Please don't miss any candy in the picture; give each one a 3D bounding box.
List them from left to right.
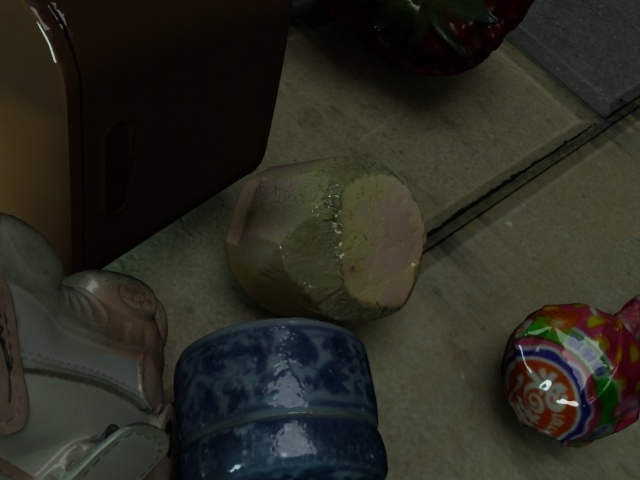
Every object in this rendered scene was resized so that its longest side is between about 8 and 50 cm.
[{"bbox_3d":[0.304,0.069,0.687,0.365,0.124,0.124,-28,67,-37],"label":"candy"}]

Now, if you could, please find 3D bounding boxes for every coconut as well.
[{"bbox_3d":[0.000,0.000,0.619,0.147,0.153,0.147,-1,91,-39],"label":"coconut"}]

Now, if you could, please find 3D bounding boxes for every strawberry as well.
[{"bbox_3d":[0.129,-0.324,0.827,0.250,0.238,0.288,45,26,-4],"label":"strawberry"}]

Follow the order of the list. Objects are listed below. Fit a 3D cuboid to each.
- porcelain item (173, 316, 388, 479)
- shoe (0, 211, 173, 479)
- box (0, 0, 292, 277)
[{"bbox_3d":[-0.030,0.135,0.511,0.147,0.147,0.114,1,58,-16],"label":"porcelain item"},{"bbox_3d":[-0.190,0.105,0.390,0.172,0.351,0.198,-26,68,18],"label":"shoe"},{"bbox_3d":[-0.220,-0.166,0.578,0.339,0.239,0.229,34,45,21],"label":"box"}]
